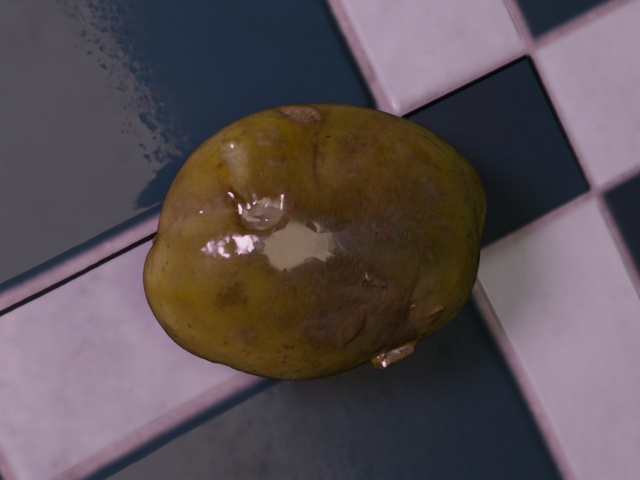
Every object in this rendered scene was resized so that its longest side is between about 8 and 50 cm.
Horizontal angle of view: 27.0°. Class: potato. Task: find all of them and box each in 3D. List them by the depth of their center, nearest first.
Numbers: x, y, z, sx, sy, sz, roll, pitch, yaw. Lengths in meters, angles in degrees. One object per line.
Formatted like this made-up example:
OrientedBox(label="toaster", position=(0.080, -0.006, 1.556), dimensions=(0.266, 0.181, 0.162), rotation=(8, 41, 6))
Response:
OrientedBox(label="potato", position=(0.001, 0.002, 0.916), dimensions=(0.228, 0.148, 0.197), rotation=(15, 97, -18))
